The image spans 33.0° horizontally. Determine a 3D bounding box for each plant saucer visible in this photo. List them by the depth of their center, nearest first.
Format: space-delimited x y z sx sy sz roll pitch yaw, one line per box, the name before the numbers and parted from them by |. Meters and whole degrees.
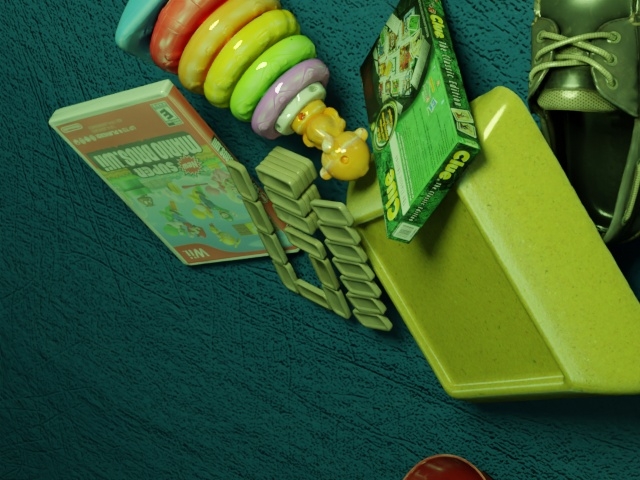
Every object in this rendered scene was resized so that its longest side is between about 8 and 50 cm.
plant saucer | 0.162 0.042 1.126 0.333 0.081 0.332 59 153 -4

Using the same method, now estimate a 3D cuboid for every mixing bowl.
mixing bowl | 0.179 0.359 1.324 0.181 0.098 0.182 -23 60 45

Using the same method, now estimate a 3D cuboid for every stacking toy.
stacking toy | -0.053 -0.176 1.162 0.302 0.165 0.175 45 100 12

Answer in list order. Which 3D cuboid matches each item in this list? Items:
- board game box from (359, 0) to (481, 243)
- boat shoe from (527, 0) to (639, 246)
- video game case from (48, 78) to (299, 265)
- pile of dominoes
board game box | 0.092 -0.136 1.078 0.030 0.260 0.136 17 133 -23
boat shoe | 0.261 -0.155 0.998 0.132 0.130 0.356 -1 113 35
video game case | -0.176 -0.073 1.339 0.204 0.025 0.285 -8 136 37
pile of dominoes | 0.000 0.000 1.265 0.196 0.040 0.251 26 153 36
